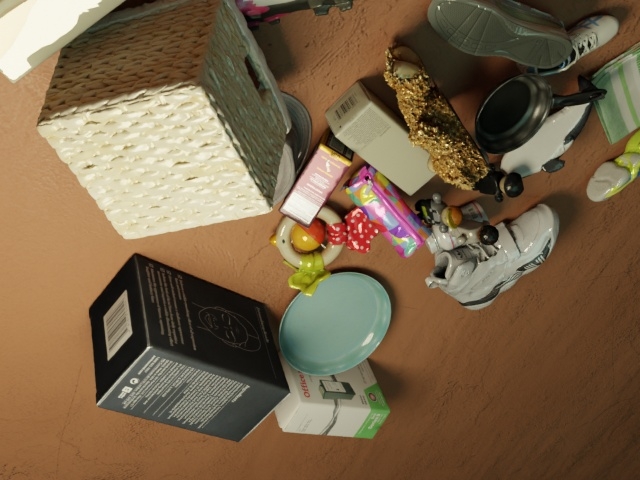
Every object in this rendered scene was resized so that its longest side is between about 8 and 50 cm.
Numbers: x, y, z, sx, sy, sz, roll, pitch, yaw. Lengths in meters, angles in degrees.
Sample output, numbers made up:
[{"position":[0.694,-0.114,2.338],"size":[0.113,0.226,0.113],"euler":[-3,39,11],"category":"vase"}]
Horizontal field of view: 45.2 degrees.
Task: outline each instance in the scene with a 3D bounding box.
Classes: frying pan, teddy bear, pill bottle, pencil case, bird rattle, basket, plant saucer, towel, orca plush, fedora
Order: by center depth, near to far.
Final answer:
[{"position":[-0.265,-0.212,1.352],"size":[0.331,0.266,0.328],"euler":[-9,138,18],"category":"basket"},{"position":[0.221,-0.251,1.585],"size":[0.113,0.245,0.338],"euler":[-30,132,17],"category":"teddy bear"},{"position":[-0.128,-0.166,1.603],"size":[0.244,0.124,0.275],"euler":[15,123,-32],"category":"fedora"},{"position":[0.466,-0.310,1.661],"size":[0.326,0.053,0.197],"euler":[-33,137,-3],"category":"frying pan"},{"position":[0.150,-0.070,1.748],"size":[0.104,0.104,0.236],"euler":[-39,104,15],"category":"pencil case"},{"position":[0.000,0.000,1.807],"size":[0.207,0.143,0.253],"euler":[40,106,-24],"category":"bird rattle"},{"position":[0.805,-0.393,1.823],"size":[0.325,0.038,0.248],"euler":[-34,134,10],"category":"towel"},{"position":[0.542,-0.263,1.829],"size":[0.151,0.102,0.287],"euler":[32,110,10],"category":"orca plush"},{"position":[0.339,-0.029,1.931],"size":[0.160,0.087,0.087],"euler":[-25,134,1],"category":"pill bottle"},{"position":[0.035,0.214,2.023],"size":[0.317,0.044,0.317],"euler":[-10,120,-18],"category":"plant saucer"}]

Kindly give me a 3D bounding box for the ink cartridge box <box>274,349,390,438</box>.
[{"position":[0.017,0.422,2.121],"size":[0.289,0.211,0.121],"euler":[12,123,-30],"category":"ink cartridge box"}]

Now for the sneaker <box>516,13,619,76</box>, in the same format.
[{"position":[0.546,-0.415,1.670],"size":[0.237,0.086,0.085],"euler":[-25,133,0],"category":"sneaker"}]

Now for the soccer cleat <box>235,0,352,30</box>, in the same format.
[{"position":[-0.091,-0.465,1.377],"size":[0.331,0.116,0.143],"euler":[-8,90,5],"category":"soccer cleat"}]

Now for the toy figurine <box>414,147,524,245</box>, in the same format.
[{"position":[0.347,-0.099,1.779],"size":[0.213,0.148,0.209],"euler":[28,83,-36],"category":"toy figurine"}]

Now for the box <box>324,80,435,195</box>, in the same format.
[{"position":[0.143,-0.219,1.681],"size":[0.113,0.094,0.275],"euler":[-41,132,17],"category":"box"}]

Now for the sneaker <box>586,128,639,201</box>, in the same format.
[{"position":[0.804,-0.178,1.977],"size":[0.126,0.091,0.240],"euler":[25,117,-37],"category":"sneaker"}]

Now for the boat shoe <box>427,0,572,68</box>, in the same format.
[{"position":[0.364,-0.445,1.567],"size":[0.320,0.103,0.118],"euler":[11,145,-15],"category":"boat shoe"}]

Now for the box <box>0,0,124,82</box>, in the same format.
[{"position":[-0.426,-0.415,1.253],"size":[0.311,0.148,0.121],"euler":[-34,133,8],"category":"box"}]

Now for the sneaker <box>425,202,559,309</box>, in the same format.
[{"position":[0.438,0.030,1.986],"size":[0.210,0.137,0.366],"euler":[19,124,-37],"category":"sneaker"}]

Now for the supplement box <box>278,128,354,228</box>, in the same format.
[{"position":[-0.007,-0.134,1.676],"size":[0.081,0.104,0.188],"euler":[31,117,-7],"category":"supplement box"}]

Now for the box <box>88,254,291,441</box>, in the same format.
[{"position":[-0.308,0.257,1.793],"size":[0.395,0.293,0.212],"euler":[26,117,-36],"category":"box"}]
